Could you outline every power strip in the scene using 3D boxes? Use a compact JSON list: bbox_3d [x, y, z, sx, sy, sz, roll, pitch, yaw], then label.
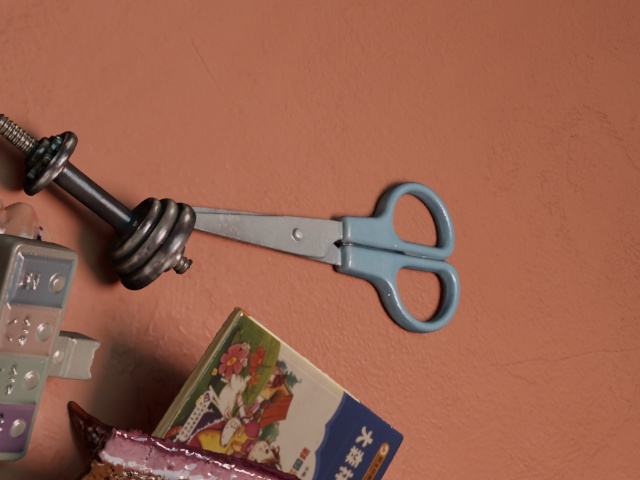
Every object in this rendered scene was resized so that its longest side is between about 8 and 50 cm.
[{"bbox_3d":[-0.285,0.107,1.520,0.145,0.061,0.216,13,95,-51],"label":"power strip"}]

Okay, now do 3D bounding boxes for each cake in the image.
[{"bbox_3d":[-0.112,0.264,1.537,0.295,0.113,0.116,23,88,-31],"label":"cake"}]

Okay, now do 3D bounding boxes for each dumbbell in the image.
[{"bbox_3d":[-0.236,-0.045,1.617,0.254,0.110,0.110,38,56,-20],"label":"dumbbell"}]

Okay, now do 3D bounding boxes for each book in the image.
[{"bbox_3d":[-0.052,0.236,1.638,0.322,0.018,0.228,40,78,-43],"label":"book"}]

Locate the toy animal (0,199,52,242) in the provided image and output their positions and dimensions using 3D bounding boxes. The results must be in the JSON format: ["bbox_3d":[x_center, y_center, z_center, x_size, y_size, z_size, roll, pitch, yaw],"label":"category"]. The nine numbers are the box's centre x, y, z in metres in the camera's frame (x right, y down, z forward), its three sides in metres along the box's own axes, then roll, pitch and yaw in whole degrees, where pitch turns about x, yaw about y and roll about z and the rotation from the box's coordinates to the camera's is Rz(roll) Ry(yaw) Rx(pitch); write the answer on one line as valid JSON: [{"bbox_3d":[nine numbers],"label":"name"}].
[{"bbox_3d":[-0.325,-0.010,1.546,0.150,0.089,0.083,41,78,-30],"label":"toy animal"}]

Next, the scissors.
[{"bbox_3d":[0.000,0.000,1.853,0.447,0.029,0.193,10,72,-40],"label":"scissors"}]

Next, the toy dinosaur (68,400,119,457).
[{"bbox_3d":[-0.092,0.220,1.685,0.327,0.113,0.207,-23,120,-32],"label":"toy dinosaur"}]
